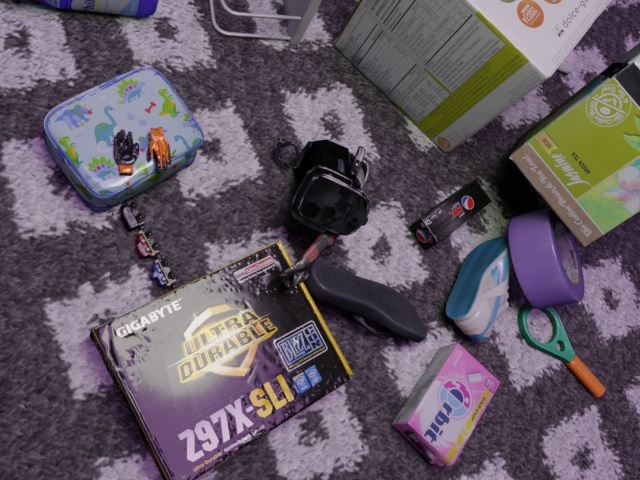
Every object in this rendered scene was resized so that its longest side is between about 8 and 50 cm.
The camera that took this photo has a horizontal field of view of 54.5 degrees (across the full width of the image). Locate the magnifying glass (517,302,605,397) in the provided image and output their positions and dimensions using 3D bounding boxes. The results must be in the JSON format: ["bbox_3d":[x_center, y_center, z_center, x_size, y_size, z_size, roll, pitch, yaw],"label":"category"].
[{"bbox_3d":[0.480,0.217,1.235,0.092,0.026,0.231,-42,92,-28],"label":"magnifying glass"}]

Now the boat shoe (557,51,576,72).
[{"bbox_3d":[0.554,-0.484,1.477,0.066,0.063,0.184,-30,86,-28],"label":"boat shoe"}]

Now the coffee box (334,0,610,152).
[{"bbox_3d":[0.292,-0.442,1.183,0.334,0.338,0.337,42,68,-4],"label":"coffee box"}]

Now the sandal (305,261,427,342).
[{"bbox_3d":[0.076,0.110,1.079,0.254,0.054,0.097,28,31,-21],"label":"sandal"}]

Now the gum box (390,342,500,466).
[{"bbox_3d":[0.216,0.286,1.079,0.107,0.062,0.188,43,62,-4],"label":"gum box"}]

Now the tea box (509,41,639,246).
[{"bbox_3d":[0.559,-0.196,1.166,0.220,0.323,0.329,50,25,2],"label":"tea box"}]

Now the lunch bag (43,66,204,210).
[{"bbox_3d":[-0.313,-0.167,0.993,0.219,0.090,0.176,-37,91,-28],"label":"lunch bag"}]

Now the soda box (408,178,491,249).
[{"bbox_3d":[0.254,-0.051,1.213,0.169,0.053,0.060,-34,88,-27],"label":"soda box"}]

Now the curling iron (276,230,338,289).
[{"bbox_3d":[0.000,0.000,1.038,0.035,0.068,0.274,49,35,-7],"label":"curling iron"}]

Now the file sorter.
[{"bbox_3d":[-0.089,-0.510,1.098,0.173,0.277,0.193,-3,74,-22],"label":"file sorter"}]

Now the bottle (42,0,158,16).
[{"bbox_3d":[-0.412,-0.438,1.026,0.283,0.118,0.092,-3,74,-24],"label":"bottle"}]

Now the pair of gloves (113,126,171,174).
[{"bbox_3d":[-0.270,-0.135,0.945,0.083,0.010,0.074,-8,77,-20],"label":"pair of gloves"}]

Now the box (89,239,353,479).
[{"bbox_3d":[-0.145,0.180,0.957,0.322,0.079,0.257,-26,86,-28],"label":"box"}]

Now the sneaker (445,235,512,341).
[{"bbox_3d":[0.318,0.085,1.186,0.092,0.087,0.229,49,60,-23],"label":"sneaker"}]

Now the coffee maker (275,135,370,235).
[{"bbox_3d":[-0.002,-0.094,1.048,0.171,0.178,0.120,6,113,1],"label":"coffee maker"}]

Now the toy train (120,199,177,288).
[{"bbox_3d":[-0.274,0.010,0.987,0.036,0.027,0.158,-28,85,-24],"label":"toy train"}]

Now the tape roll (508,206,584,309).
[{"bbox_3d":[0.437,0.033,1.198,0.189,0.080,0.189,31,50,-45],"label":"tape roll"}]
